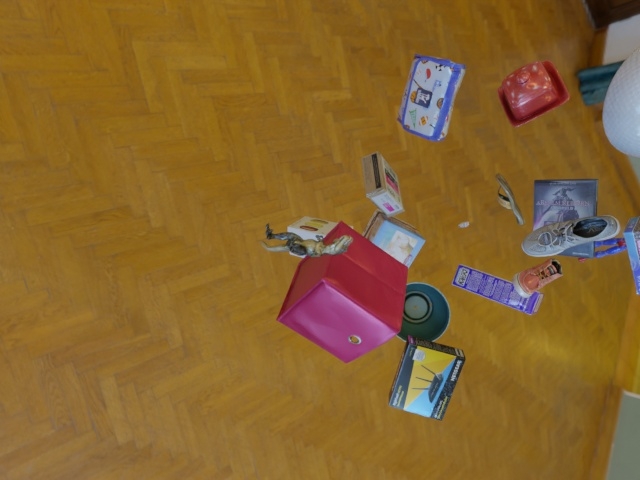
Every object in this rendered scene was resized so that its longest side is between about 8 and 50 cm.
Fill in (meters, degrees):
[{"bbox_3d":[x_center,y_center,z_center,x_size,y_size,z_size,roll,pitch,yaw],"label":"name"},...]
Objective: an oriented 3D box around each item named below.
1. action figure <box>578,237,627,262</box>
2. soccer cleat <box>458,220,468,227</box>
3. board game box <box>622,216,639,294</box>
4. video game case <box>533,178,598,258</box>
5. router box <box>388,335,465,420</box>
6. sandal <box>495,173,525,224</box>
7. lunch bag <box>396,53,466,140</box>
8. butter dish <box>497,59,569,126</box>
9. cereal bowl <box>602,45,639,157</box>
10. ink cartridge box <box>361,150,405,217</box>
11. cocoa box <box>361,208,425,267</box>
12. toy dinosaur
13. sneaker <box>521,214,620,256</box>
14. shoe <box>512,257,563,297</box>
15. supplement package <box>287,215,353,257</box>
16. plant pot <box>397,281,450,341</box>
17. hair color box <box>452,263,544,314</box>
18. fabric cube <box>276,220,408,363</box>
[{"bbox_3d":[1.163,0.015,1.561,0.139,0.280,0.092,1,74,-36],"label":"action figure"},{"bbox_3d":[0.752,-0.083,2.125,0.035,0.083,0.029,2,81,-3],"label":"soccer cleat"},{"bbox_3d":[1.161,0.037,1.274,0.141,0.291,0.232,-30,104,-39],"label":"board game box"},{"bbox_3d":[0.864,-0.080,1.440,0.026,0.196,0.274,-21,110,-42],"label":"video game case"},{"bbox_3d":[0.249,0.327,0.962,0.133,0.046,0.179,14,108,5],"label":"router box"},{"bbox_3d":[0.577,-0.121,1.252,0.180,0.049,0.072,59,28,-13],"label":"sandal"},{"bbox_3d":[0.498,-0.647,1.819,0.238,0.385,0.328,7,118,-7],"label":"lunch bag"},{"bbox_3d":[0.578,-0.430,1.132,0.118,0.159,0.160,19,54,-47],"label":"butter dish"},{"bbox_3d":[0.935,-0.367,1.040,0.338,0.141,0.339,-2,115,-5],"label":"cereal bowl"},{"bbox_3d":[0.269,-0.236,1.733,0.234,0.088,0.193,33,45,-52],"label":"ink cartridge box"},{"bbox_3d":[0.310,0.063,1.993,0.231,0.228,0.347,25,106,-10],"label":"cocoa box"},{"bbox_3d":[-0.064,0.007,0.935,0.118,0.268,0.064,28,69,-59],"label":"toy dinosaur"},{"bbox_3d":[0.792,-0.027,1.306,0.115,0.281,0.105,13,60,-51],"label":"sneaker"},{"bbox_3d":[0.565,0.091,1.049,0.178,0.081,0.064,-15,69,-46],"label":"shoe"},{"bbox_3d":[0.000,0.000,1.697,0.139,0.244,0.134,-35,131,-49],"label":"supplement package"},{"bbox_3d":[0.470,0.340,1.985,0.196,0.292,0.293,-5,96,-80],"label":"plant pot"},{"bbox_3d":[0.774,0.212,1.773,0.185,0.338,0.110,13,98,-55],"label":"hair color box"},{"bbox_3d":[0.069,0.154,1.188,0.258,0.254,0.259,35,41,-13],"label":"fabric cube"}]
